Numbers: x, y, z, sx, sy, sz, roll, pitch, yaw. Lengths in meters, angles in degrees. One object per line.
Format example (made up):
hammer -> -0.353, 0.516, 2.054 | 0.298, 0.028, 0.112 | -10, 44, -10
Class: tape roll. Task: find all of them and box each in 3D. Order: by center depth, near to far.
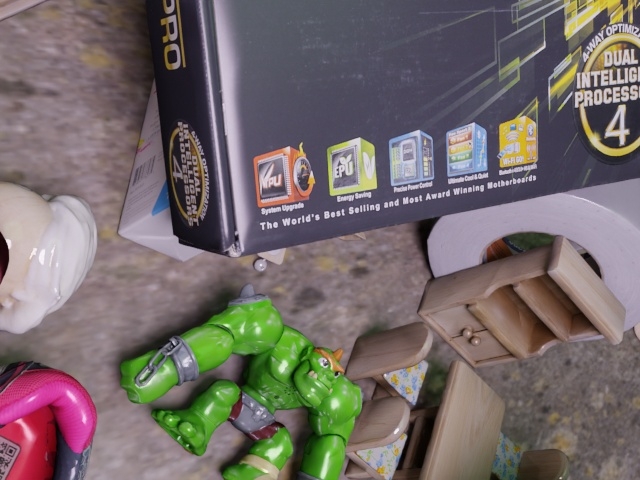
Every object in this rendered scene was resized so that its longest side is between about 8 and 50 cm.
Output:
tape roll -> 0.216, 0.005, 0.792 | 0.219, 0.219, 0.072 | 43, 48, -24

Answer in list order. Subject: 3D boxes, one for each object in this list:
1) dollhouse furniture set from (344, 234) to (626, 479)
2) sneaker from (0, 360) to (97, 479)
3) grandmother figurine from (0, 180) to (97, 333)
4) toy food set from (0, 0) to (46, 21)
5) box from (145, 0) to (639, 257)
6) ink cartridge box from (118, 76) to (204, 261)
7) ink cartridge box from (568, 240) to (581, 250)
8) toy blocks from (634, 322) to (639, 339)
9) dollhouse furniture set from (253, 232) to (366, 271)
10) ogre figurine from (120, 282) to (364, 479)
dollhouse furniture set -> 0.154, 0.136, 0.720 | 0.212, 0.161, 0.242 | 44, 48, -24
sneaker -> -0.197, 0.194, 0.389 | 0.121, 0.112, 0.299 | 31, 55, -33
grandmother figurine -> -0.233, -0.009, 0.384 | 0.342, 0.208, 0.104 | 13, 99, -63
toy food set -> -0.273, -0.235, 0.501 | 0.219, 0.092, 0.306 | 56, 44, -12
box -> 0.080, -0.178, 0.552 | 0.395, 0.097, 0.318 | -10, 100, -29
ink cartridge box -> -0.084, -0.087, 0.617 | 0.061, 0.104, 0.181 | 26, 58, -34
ink cartridge box -> 0.315, -0.095, 1.056 | 0.097, 0.046, 0.207 | -20, 88, -48
toy blocks -> 0.497, 0.122, 1.141 | 0.148, 0.054, 0.123 | -34, 98, -47
dollhouse furniture set -> 0.000, 0.000, 0.693 | 0.114, 0.091, 0.081 | 27, 72, -38
ogre figurine -> -0.041, 0.116, 0.593 | 0.197, 0.097, 0.118 | 39, 67, -8
